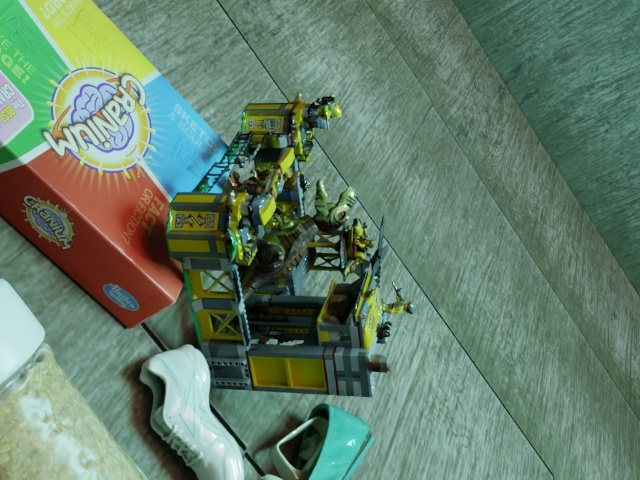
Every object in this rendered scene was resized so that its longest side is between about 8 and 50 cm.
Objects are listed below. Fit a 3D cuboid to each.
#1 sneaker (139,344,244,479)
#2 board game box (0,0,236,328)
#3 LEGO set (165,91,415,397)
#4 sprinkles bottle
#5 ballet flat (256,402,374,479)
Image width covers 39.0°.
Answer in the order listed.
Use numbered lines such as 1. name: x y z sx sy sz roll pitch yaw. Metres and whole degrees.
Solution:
1. sneaker: -0.117 0.168 0.794 0.061 0.053 0.152 -5 64 -49
2. board game box: -0.228 -0.110 0.830 0.316 0.064 0.242 47 33 -25
3. LEGO set: 0.000 0.000 0.893 0.331 0.192 0.255 -58 147 -64
4. sprinkles bottle: -0.159 0.199 0.600 0.355 0.121 0.121 59 29 -15
5. ballet flat: -0.022 0.241 0.862 0.087 0.083 0.247 34 32 1
